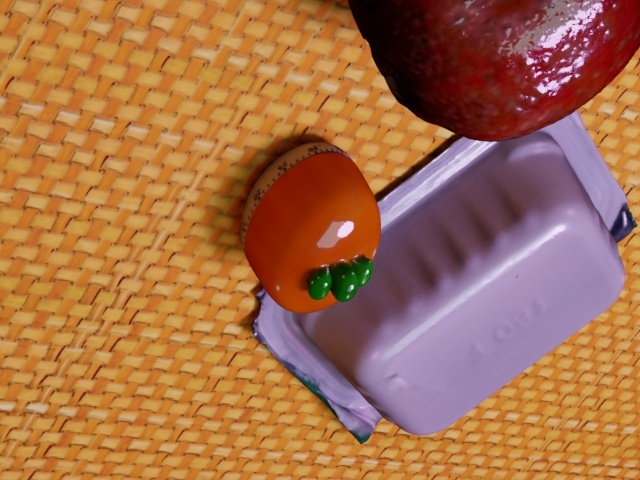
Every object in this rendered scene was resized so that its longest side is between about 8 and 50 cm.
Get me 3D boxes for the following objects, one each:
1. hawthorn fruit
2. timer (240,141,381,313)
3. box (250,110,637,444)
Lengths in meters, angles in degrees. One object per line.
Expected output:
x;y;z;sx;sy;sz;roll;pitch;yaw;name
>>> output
0.140;-0.191;1.334;0.249;0.215;0.215;-40;141;3;hawthorn fruit
0.000;0.000;1.494;0.099;0.136;0.136;-13;137;-32;timer
0.131;0.050;1.650;0.336;0.106;0.264;-37;142;4;box
